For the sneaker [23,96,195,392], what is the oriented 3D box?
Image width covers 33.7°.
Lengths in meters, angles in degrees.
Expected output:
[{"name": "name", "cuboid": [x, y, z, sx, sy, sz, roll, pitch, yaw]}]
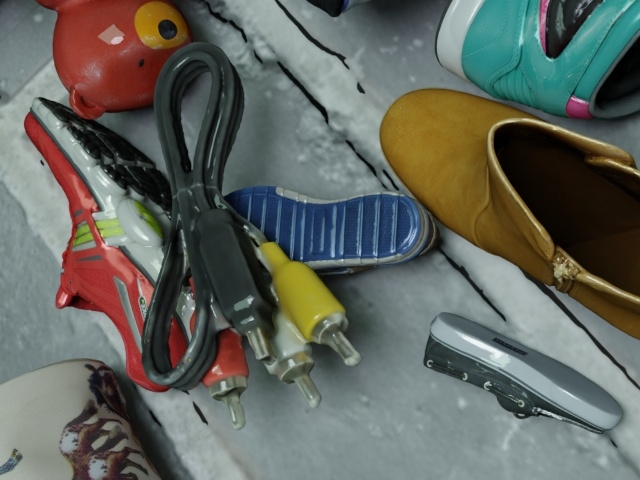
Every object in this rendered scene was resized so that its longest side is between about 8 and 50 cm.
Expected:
[{"name": "sneaker", "cuboid": [-0.175, -0.001, 0.833, 0.118, 0.107, 0.279, -43, 64, 14]}]

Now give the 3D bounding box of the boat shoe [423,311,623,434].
[{"name": "boat shoe", "cuboid": [0.133, 0.095, 0.711, 0.142, 0.049, 0.040, 28, 108, 28]}]

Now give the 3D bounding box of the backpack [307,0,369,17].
[{"name": "backpack", "cuboid": [0.022, -0.294, 0.726, 0.213, 0.276, 0.263, -17, 52, 0]}]

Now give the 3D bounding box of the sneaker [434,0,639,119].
[{"name": "sneaker", "cuboid": [0.225, -0.198, 0.695, 0.178, 0.124, 0.295, 41, 102, 31]}]

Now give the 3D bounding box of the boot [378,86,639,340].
[{"name": "boot", "cuboid": [0.126, -0.041, 0.652, 0.295, 0.211, 0.104, 38, 93, 26]}]

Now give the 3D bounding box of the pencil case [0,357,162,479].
[{"name": "pencil case", "cuboid": [-0.130, 0.266, 0.718, 0.410, 0.183, 0.160, 54, 129, 25]}]

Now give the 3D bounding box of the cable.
[{"name": "cable", "cuboid": [-0.076, -0.004, 0.754, 0.139, 0.072, 0.287, -29, 57, 15]}]

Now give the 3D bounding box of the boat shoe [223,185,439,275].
[{"name": "boat shoe", "cuboid": [0.000, 0.000, 0.776, 0.183, 0.066, 0.066, 4, 80, 30]}]

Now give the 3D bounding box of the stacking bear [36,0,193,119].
[{"name": "stacking bear", "cuboid": [-0.178, -0.244, 0.840, 0.164, 0.175, 0.289, -7, 97, 40]}]
